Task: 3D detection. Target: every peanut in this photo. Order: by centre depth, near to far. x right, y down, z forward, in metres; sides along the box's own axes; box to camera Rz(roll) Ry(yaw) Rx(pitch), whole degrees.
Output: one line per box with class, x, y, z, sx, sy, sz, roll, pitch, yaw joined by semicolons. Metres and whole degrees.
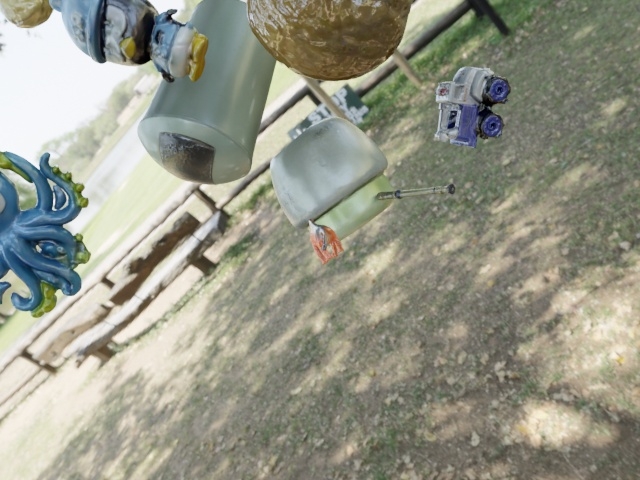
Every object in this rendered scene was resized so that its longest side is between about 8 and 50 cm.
peanut;-0.713;-0.609;1.308;0.147;0.147;0.305;-46;49;7

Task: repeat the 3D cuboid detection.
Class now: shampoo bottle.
shampoo bottle;0.030;-0.171;1.513;0.322;0.317;0.322;-32;0;0

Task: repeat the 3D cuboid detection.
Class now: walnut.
walnut;0.013;-0.455;1.001;0.332;0.333;0.333;-38;26;23

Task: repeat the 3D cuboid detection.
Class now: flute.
flute;0.224;-0.116;1.308;0.233;0.027;0.027;-1;52;50

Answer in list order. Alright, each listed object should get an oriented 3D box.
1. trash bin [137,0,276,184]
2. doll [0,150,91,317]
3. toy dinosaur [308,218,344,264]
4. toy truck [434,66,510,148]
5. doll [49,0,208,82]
trash bin;-0.267;-0.351;1.341;0.280;0.280;0.432;-14;57;52
doll;-0.594;-0.006;1.015;0.346;0.341;0.099;-43;24;4
toy dinosaur;0.006;-0.003;1.177;0.055;0.102;0.279;-24;4;-7
toy truck;0.390;-0.363;1.462;0.161;0.176;0.213;-140;55;-69
doll;-0.381;-0.416;1.064;0.141;0.313;0.177;-72;4;-45
